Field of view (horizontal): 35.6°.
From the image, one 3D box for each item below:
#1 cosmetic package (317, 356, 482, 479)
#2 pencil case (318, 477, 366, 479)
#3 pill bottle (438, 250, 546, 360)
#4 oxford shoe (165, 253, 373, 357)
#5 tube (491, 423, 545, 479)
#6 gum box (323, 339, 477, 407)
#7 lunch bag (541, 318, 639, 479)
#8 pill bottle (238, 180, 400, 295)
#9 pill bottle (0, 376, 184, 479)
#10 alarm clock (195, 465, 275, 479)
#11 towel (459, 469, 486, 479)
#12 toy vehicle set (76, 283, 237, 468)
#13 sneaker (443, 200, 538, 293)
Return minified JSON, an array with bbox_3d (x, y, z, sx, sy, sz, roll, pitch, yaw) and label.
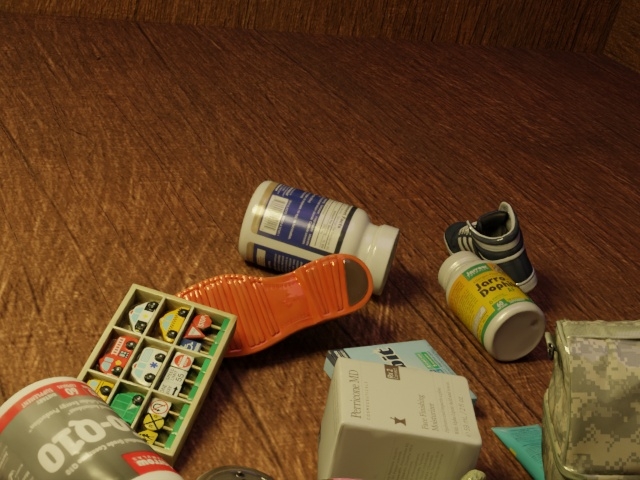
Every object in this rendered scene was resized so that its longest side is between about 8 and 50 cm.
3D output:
[{"bbox_3d":[0.098,0.268,1.318,0.184,0.151,0.151,10,26,-6],"label":"cosmetic package"},{"bbox_3d":[-0.016,0.401,1.012,0.160,0.167,0.386,-8,19,25],"label":"pencil case"},{"bbox_3d":[0.293,0.108,1.749,0.118,0.117,0.208,0,30,-25],"label":"pill bottle"},{"bbox_3d":[-0.098,0.119,1.584,0.364,0.133,0.130,-10,78,-19],"label":"oxford shoe"},{"bbox_3d":[0.328,0.326,1.432,0.080,0.052,0.207,4,24,-22],"label":"tube"},{"bbox_3d":[0.122,0.221,1.539,0.184,0.041,0.157,-2,31,-30],"label":"gum box"},{"bbox_3d":[0.443,0.217,1.289,0.305,0.256,0.212,-1,29,7],"label":"lunch bag"},{"bbox_3d":[0.000,0.000,1.782,0.265,0.153,0.153,18,28,8],"label":"pill bottle"},{"bbox_3d":[-0.244,0.291,1.110,0.161,0.161,0.283,-16,39,-44],"label":"pill bottle"},{"bbox_3d":[-0.120,0.329,1.207,0.192,0.064,0.129,3,29,-13],"label":"alarm clock"},{"bbox_3d":[0.136,0.341,1.208,0.027,0.148,0.110,46,36,16],"label":"towel"},{"bbox_3d":[-0.235,0.182,1.385,0.166,0.035,0.267,16,42,5],"label":"toy vehicle set"},{"bbox_3d":[0.308,-0.015,1.903,0.099,0.153,0.282,-30,30,-9],"label":"sneaker"}]
